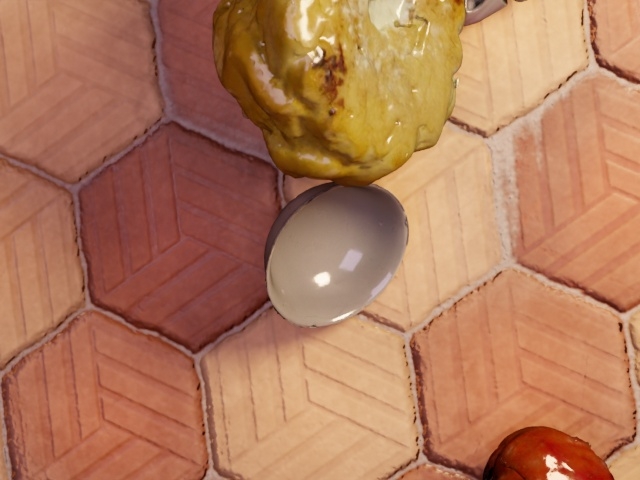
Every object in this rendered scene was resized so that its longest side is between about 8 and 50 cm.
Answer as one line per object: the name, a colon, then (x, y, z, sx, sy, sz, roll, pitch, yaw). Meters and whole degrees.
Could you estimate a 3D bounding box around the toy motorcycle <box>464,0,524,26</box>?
toy motorcycle: (0.184, -0.331, 1.490, 0.152, 0.073, 0.225, 22, 102, 15)

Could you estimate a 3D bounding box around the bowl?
bowl: (0.000, 0.000, 1.498, 0.189, 0.189, 0.086, -53, 43, 5)

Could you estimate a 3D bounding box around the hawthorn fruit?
hawthorn fruit: (0.266, 0.284, 1.457, 0.172, 0.148, 0.148, 8, 92, 0)

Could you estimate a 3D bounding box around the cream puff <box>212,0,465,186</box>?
cream puff: (-0.009, -0.219, 1.411, 0.257, 0.291, 0.324, 1, 82, 46)
